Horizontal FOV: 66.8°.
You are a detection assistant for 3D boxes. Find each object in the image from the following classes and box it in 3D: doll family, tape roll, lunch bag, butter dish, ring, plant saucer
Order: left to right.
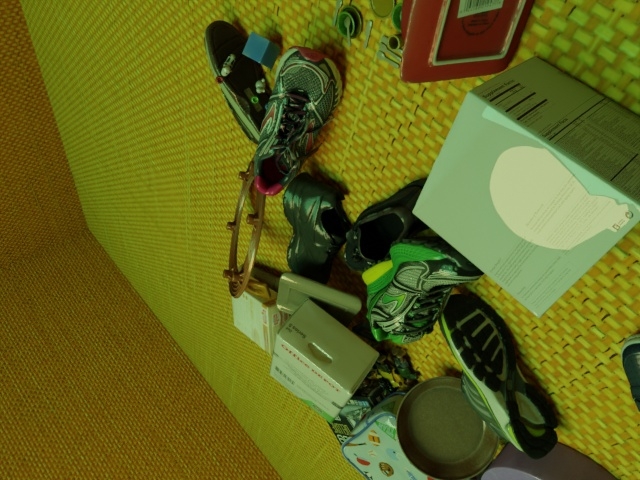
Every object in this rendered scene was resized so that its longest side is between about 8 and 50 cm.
[{"bbox_3d":[-0.178,-0.038,1.102,0.336,0.032,0.337,-170,90,-72],"label":"ring"},{"bbox_3d":[0.138,0.300,1.128,0.193,0.076,0.112,11,130,56],"label":"doll family"},{"bbox_3d":[0.201,0.490,1.081,0.303,0.115,0.243,42,126,9],"label":"lunch bag"},{"bbox_3d":[0.248,0.366,0.957,0.199,0.198,0.036,52,-176,9],"label":"plant saucer"},{"bbox_3d":[0.152,-0.278,0.552,0.160,0.160,0.118,97,154,-47],"label":"butter dish"},{"bbox_3d":[0.433,0.494,0.872,0.274,0.090,0.275,34,140,33],"label":"tape roll"}]

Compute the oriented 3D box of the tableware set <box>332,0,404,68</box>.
[{"bbox_3d":[0.069,-0.327,0.712,0.154,0.024,0.104,44,146,22],"label":"tableware set"}]

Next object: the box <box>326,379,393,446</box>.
[{"bbox_3d":[0.126,0.492,1.302,0.307,0.076,0.243,-24,97,57],"label":"box"}]

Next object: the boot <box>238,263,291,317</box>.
[{"bbox_3d":[-0.120,0.188,1.373,0.269,0.089,0.236,7,110,50],"label":"boot"}]

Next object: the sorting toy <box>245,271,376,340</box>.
[{"bbox_3d":[-0.008,0.131,1.090,0.347,0.047,0.196,20,152,1],"label":"sorting toy"}]

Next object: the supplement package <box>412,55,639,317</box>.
[{"bbox_3d":[0.254,-0.064,0.567,0.203,0.149,0.194,43,146,21],"label":"supplement package"}]

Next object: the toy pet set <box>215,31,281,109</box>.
[{"bbox_3d":[-0.117,-0.314,0.903,0.114,0.122,0.065,-62,25,14],"label":"toy pet set"}]

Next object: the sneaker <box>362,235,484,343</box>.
[{"bbox_3d":[0.165,0.085,0.770,0.343,0.134,0.147,119,150,-69],"label":"sneaker"}]

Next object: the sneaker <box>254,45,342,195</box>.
[{"bbox_3d":[-0.046,-0.199,0.861,0.120,0.112,0.299,21,140,-1],"label":"sneaker"}]

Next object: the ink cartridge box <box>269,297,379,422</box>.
[{"bbox_3d":[-0.002,0.280,1.096,0.198,0.115,0.273,36,149,13],"label":"ink cartridge box"}]

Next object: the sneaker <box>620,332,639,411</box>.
[{"bbox_3d":[0.442,0.265,0.594,0.282,0.153,0.099,60,148,-4],"label":"sneaker"}]

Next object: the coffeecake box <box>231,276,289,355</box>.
[{"bbox_3d":[-0.162,0.196,1.298,0.185,0.068,0.143,25,123,46],"label":"coffeecake box"}]

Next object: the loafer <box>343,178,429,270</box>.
[{"bbox_3d":[0.102,-0.010,0.874,0.109,0.095,0.302,54,148,6],"label":"loafer"}]

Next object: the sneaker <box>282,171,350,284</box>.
[{"bbox_3d":[0.000,0.000,1.026,0.130,0.109,0.287,22,139,30],"label":"sneaker"}]

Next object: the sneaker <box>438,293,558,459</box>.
[{"bbox_3d":[0.279,0.232,0.841,0.300,0.111,0.121,62,156,0],"label":"sneaker"}]

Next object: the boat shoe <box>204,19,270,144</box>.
[{"bbox_3d":[-0.168,-0.308,0.992,0.095,0.095,0.258,0,118,61],"label":"boat shoe"}]
